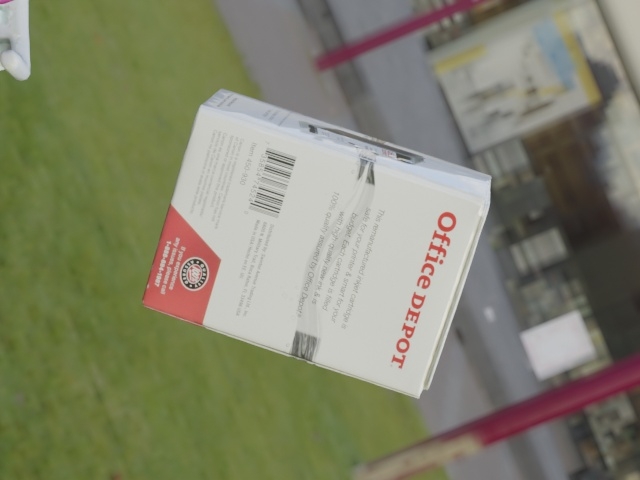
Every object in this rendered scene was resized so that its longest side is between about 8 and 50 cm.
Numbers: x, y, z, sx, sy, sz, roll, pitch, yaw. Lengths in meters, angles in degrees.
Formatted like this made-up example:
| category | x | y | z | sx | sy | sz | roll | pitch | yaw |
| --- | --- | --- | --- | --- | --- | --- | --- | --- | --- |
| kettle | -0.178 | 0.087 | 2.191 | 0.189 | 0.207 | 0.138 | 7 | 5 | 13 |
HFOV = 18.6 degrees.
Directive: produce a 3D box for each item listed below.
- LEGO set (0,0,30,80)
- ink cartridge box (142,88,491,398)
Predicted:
| category | x | y | z | sx | sy | sz | roll | pitch | yaw |
| --- | --- | --- | --- | --- | --- | --- | --- | --- | --- |
| LEGO set | -0.075 | -0.182 | 0.499 | 0.132 | 0.107 | 0.287 | 106 | -18 | -88 |
| ink cartridge box | 0.000 | 0.000 | 0.888 | 0.056 | 0.135 | 0.099 | -60 | 168 | -74 |
